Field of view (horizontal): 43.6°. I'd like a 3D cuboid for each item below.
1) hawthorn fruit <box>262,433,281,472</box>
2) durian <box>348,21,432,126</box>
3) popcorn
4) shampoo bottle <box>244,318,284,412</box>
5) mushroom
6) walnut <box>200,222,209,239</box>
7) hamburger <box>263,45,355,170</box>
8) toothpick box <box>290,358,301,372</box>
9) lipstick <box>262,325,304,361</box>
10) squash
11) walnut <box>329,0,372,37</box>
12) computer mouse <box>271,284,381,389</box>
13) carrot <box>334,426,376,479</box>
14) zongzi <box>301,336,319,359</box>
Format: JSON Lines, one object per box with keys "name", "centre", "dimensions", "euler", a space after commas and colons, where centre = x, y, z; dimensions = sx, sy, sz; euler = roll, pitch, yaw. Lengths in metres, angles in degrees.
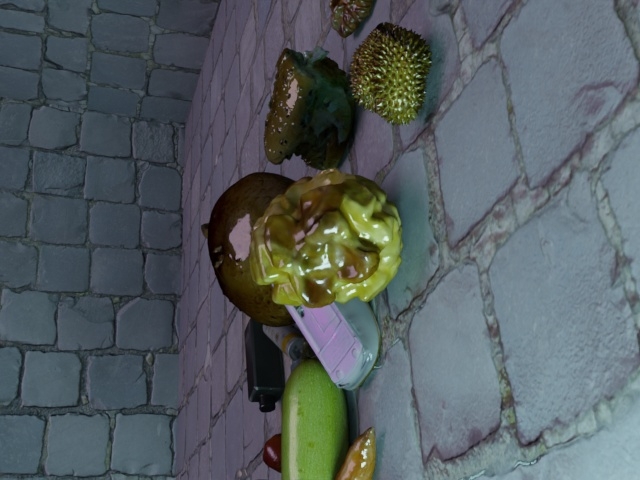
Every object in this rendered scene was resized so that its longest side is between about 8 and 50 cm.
{"name": "hawthorn fruit", "centre": [-0.082, 0.485, 1.798], "dimensions": [0.093, 0.081, 0.081], "euler": [27, 114, 40]}
{"name": "durian", "centre": [0.114, -0.276, 1.326], "dimensions": [0.158, 0.137, 0.168], "euler": [17, 111, 51]}
{"name": "popcorn", "centre": [0.000, 0.000, 1.371], "dimensions": [0.225, 0.265, 0.332], "euler": [55, 175, -28]}
{"name": "shampoo bottle", "centre": [-0.142, 0.315, 2.020], "dimensions": [0.080, 0.079, 0.246], "euler": [114, 155, -48]}
{"name": "mushroom", "centre": [-0.090, 0.026, 1.782], "dimensions": [0.334, 0.356, 0.330], "euler": [6, 87, 35]}
{"name": "walnut", "centre": [-0.191, -0.050, 2.170], "dimensions": [0.204, 0.141, 0.238], "euler": [5, 45, 41]}
{"name": "hamburger", "centre": [-0.022, -0.261, 1.680], "dimensions": [0.192, 0.168, 0.287], "euler": [-111, 32, -59]}
{"name": "toothpick box", "centre": [-0.034, 0.303, 1.728], "dimensions": [0.083, 0.052, 0.052], "euler": [-105, 27, -45]}
{"name": "lipstick", "centre": [-0.082, 0.230, 1.895], "dimensions": [0.264, 0.059, 0.059], "euler": [-161, 77, -72]}
{"name": "squash", "centre": [-0.008, 0.341, 1.510], "dimensions": [0.132, 0.133, 0.247], "euler": [133, 141, -63]}
{"name": "walnut", "centre": [0.062, -0.509, 1.665], "dimensions": [0.170, 0.069, 0.142], "euler": [122, 151, -49]}
{"name": "computer mouse", "centre": [0.012, 0.133, 1.505], "dimensions": [0.310, 0.072, 0.158], "euler": [55, 131, 29]}
{"name": "carrot", "centre": [0.060, 0.407, 1.377], "dimensions": [0.072, 0.072, 0.205], "euler": [-121, 43, -62]}
{"name": "zongzi", "centre": [-0.025, 0.291, 1.672], "dimensions": [0.130, 0.062, 0.154], "euler": [53, 136, 50]}
